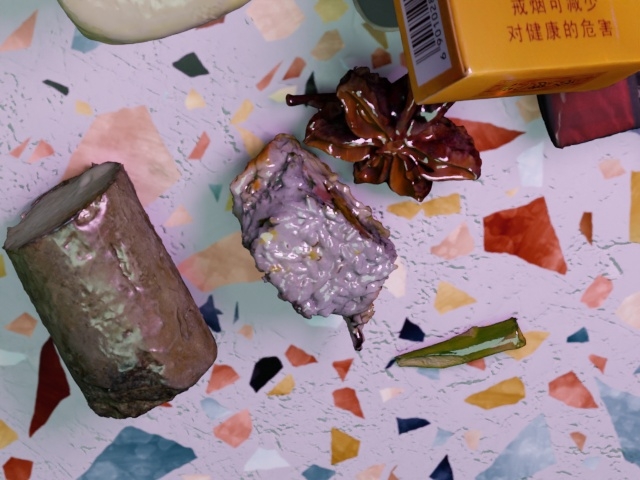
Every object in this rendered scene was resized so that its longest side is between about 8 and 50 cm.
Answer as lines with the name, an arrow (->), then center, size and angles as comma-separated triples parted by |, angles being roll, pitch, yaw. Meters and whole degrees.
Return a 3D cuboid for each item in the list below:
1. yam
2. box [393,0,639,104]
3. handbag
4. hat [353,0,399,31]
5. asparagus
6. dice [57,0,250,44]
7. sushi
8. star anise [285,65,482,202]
yam -> -0.265, 0.068, 2.006 | 0.195, 0.195, 0.300 | -22, 113, 7
box -> 0.193, -0.366, 1.720 | 0.264, 0.116, 0.415 | -8, 81, -28
handbag -> 0.340, -0.243, 1.910 | 0.181, 0.181, 0.254 | -13, 118, 5
hat -> 0.121, -0.332, 1.858 | 0.275, 0.232, 0.161 | 29, 84, -28
asparagus -> 0.189, 0.148, 2.157 | 0.178, 0.041, 0.045 | -18, 107, 6
dice -> -0.192, -0.378, 1.772 | 0.252, 0.250, 0.254 | -19, 115, 6
sushi -> 0.000, 0.000, 1.996 | 0.139, 0.184, 0.274 | -42, 112, 16
star anise -> 0.095, -0.142, 1.962 | 0.190, 0.126, 0.220 | -9, 136, 44
